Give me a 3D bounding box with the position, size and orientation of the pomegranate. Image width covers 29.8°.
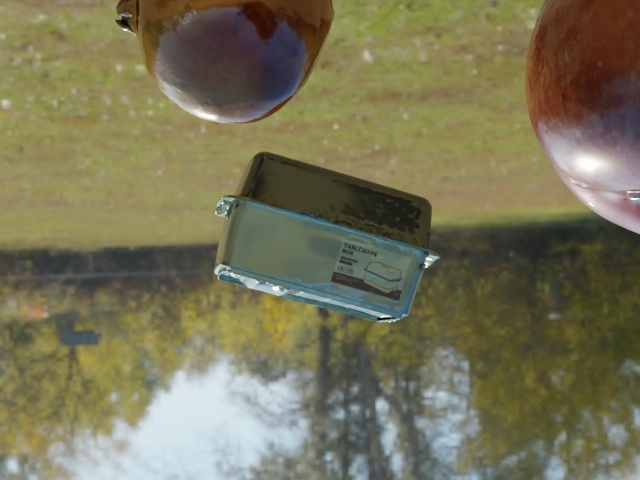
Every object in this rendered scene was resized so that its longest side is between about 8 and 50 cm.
[{"bbox_3d":[-0.087,-0.213,1.175,0.209,0.209,0.209,-2,179,0],"label":"pomegranate"}]

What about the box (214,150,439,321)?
[{"bbox_3d":[0.000,0.000,1.593,0.290,0.166,0.220,16,172,-7],"label":"box"}]

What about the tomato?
[{"bbox_3d":[0.267,-0.110,0.761,0.270,0.227,0.270,13,166,3],"label":"tomato"}]
